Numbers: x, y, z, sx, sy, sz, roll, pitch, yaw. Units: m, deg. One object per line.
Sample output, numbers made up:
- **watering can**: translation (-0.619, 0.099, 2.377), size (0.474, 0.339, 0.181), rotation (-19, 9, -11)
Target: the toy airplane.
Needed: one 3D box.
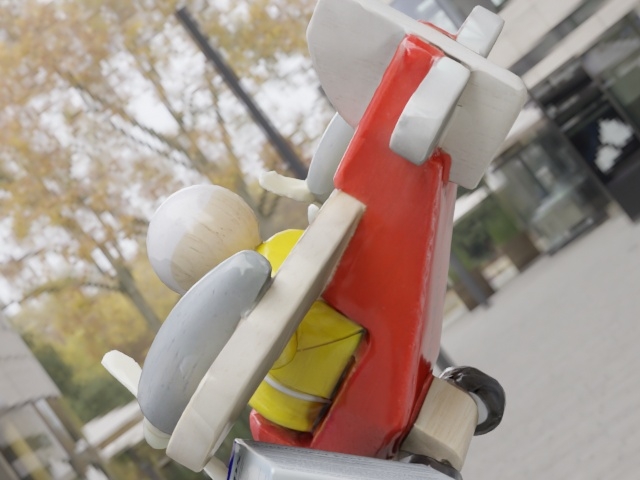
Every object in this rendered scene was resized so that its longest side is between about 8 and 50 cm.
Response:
- **toy airplane**: translation (0.000, 0.000, 0.970), size (0.386, 0.272, 0.384), rotation (49, -125, -69)

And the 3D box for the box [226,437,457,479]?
- **box**: translation (0.013, 0.164, 0.786), size (0.137, 0.126, 0.072), rotation (175, 105, -78)
